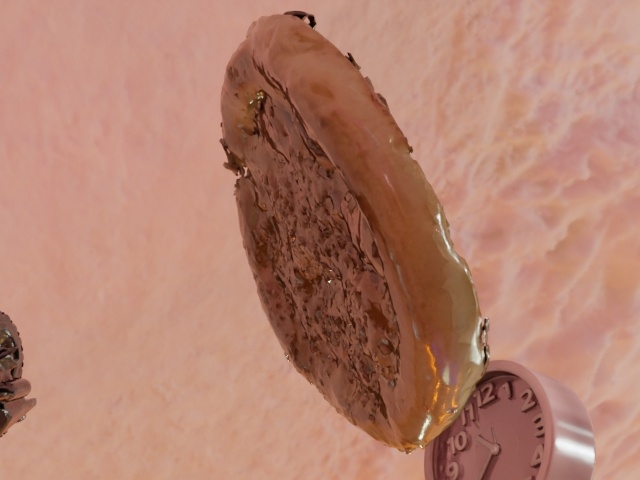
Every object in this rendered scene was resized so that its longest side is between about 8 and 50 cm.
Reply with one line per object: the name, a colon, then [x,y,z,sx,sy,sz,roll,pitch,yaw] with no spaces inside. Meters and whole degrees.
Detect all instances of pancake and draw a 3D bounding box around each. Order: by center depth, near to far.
pancake: [0.001,-0.001,0.651,0.071,0.382,0.382,-21,139,-19]

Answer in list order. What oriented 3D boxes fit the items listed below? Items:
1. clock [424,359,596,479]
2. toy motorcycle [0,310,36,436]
clock: [0.204,0.235,0.879,0.068,0.196,0.197,24,118,-27]
toy motorcycle: [-0.292,0.153,0.594,0.106,0.270,0.159,-6,98,9]
